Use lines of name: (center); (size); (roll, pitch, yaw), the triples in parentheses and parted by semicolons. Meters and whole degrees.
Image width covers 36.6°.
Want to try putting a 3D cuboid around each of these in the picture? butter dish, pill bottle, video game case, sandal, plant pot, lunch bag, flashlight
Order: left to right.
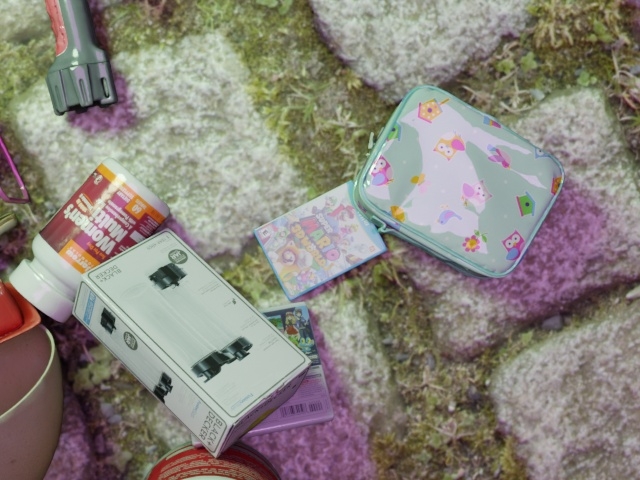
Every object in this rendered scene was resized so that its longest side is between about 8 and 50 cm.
butter dish: (-0.481, 0.079, 1.296); (0.159, 0.160, 0.118); (-27, 123, -22)
sandal: (-0.501, 0.027, 1.379); (0.180, 0.072, 0.049); (-37, 113, -9)
plant pot: (-0.464, 0.258, 1.293); (0.284, 0.284, 0.191); (-16, 120, -5)
flashlight: (-0.380, -0.333, 1.380); (0.103, 0.103, 0.304); (-14, 94, -31)
pill bottle: (-0.325, 0.001, 1.361); (0.121, 0.121, 0.221); (41, 85, -3)
pill bottle: (-0.141, 0.395, 1.223); (0.229, 0.407, 0.229); (0, 88, -5)
video game case: (-0.098, 0.187, 1.376); (0.201, 0.023, 0.184); (-9, 63, -11)
video game case: (0.000, 0.000, 1.442); (0.166, 0.015, 0.119); (-27, 91, -5)
lunch bag: (0.191, -0.079, 1.414); (0.279, 0.108, 0.224); (30, 88, -4)

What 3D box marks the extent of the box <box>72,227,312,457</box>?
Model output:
box: (-0.175, 0.132, 1.306); (0.290, 0.087, 0.169); (40, 44, 15)

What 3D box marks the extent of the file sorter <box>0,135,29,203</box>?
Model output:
file sorter: (-0.570, -0.075, 1.303); (0.290, 0.202, 0.182); (-25, 92, -5)
